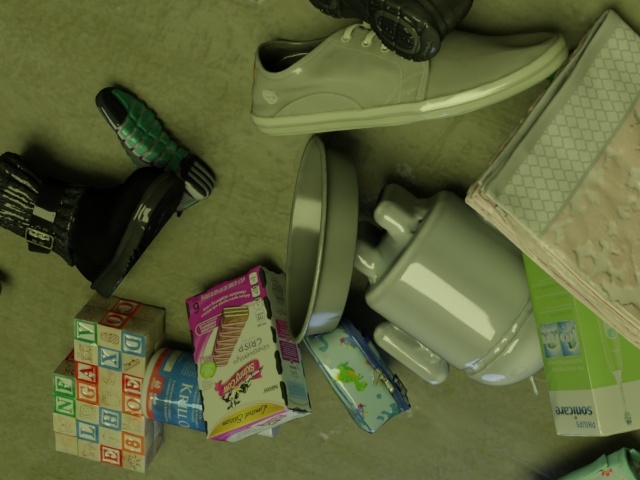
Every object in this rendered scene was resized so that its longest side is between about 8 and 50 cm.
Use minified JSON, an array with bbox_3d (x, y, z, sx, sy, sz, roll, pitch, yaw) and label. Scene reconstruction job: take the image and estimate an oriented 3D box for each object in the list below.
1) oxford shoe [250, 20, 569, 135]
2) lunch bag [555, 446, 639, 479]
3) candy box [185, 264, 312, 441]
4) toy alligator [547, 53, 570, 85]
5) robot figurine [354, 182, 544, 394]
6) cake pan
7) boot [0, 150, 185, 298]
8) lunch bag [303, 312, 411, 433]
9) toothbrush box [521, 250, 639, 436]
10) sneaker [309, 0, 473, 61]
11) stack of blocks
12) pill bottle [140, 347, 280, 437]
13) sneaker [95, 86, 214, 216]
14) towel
[{"bbox_3d":[0.095,-0.230,1.470,0.449,0.169,0.130,-4,114,27],"label":"oxford shoe"},{"bbox_3d":[0.457,0.458,1.745,0.223,0.160,0.262,-35,97,31],"label":"lunch bag"},{"bbox_3d":[-0.115,0.176,1.738,0.159,0.071,0.234,-25,65,27],"label":"candy box"},{"bbox_3d":[0.366,-0.194,1.475,0.189,0.056,0.051,32,82,-2],"label":"toy alligator"},{"bbox_3d":[0.205,0.067,1.582,0.353,0.200,0.300,36,114,-4],"label":"robot figurine"},{"bbox_3d":[0.000,0.000,1.573,0.054,0.293,0.293,6,122,-10],"label":"cake pan"},{"bbox_3d":[-0.371,-0.060,1.689,0.260,0.131,0.348,38,142,-6],"label":"boot"},{"bbox_3d":[0.043,0.184,1.692,0.090,0.219,0.176,-36,100,-4],"label":"lunch bag"},{"bbox_3d":[0.396,0.096,1.462,0.206,0.122,0.283,-9,83,-18],"label":"toothbrush box"},{"bbox_3d":[0.070,-0.337,1.427,0.286,0.130,0.109,38,159,22],"label":"sneaker"},{"bbox_3d":[-0.362,0.241,1.925,0.171,0.087,0.297,13,122,11],"label":"stack of blocks"},{"bbox_3d":[-0.173,0.256,1.853,0.221,0.124,0.124,10,121,12],"label":"pill bottle"},{"bbox_3d":[-0.269,-0.126,1.694,0.224,0.083,0.098,45,126,-11],"label":"sneaker"},{"bbox_3d":[0.388,-0.077,1.398,0.317,0.332,0.053,39,163,-7],"label":"towel"}]
